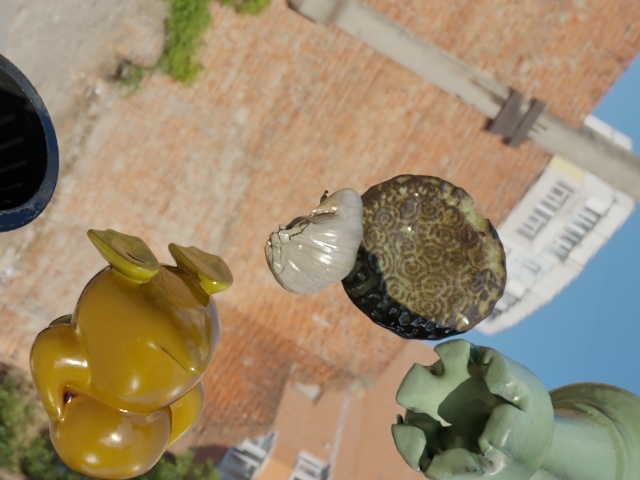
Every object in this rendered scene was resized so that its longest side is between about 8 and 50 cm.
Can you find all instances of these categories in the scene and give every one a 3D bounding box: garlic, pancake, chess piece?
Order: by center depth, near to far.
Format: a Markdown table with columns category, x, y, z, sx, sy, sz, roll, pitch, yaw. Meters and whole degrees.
| category | x | y | z | sx | sy | sz | roll | pitch | yaw |
| --- | --- | --- | --- | --- | --- | --- | --- | --- | --- |
| chess piece | 0.191 | 0.191 | 0.970 | 0.194 | 0.299 | 0.194 | -20 | -125 | 32 |
| garlic | 0.001 | 0.001 | 1.008 | 0.094 | 0.074 | 0.113 | 6 | 108 | -65 |
| pancake | 0.111 | 0.017 | 1.177 | 0.199 | 0.199 | 0.021 | -63 | -174 | -21 |

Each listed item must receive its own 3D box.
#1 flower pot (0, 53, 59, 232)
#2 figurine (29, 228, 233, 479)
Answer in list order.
| category | x | y | z | sx | sy | sz | roll | pitch | yaw |
| --- | --- | --- | --- | --- | --- | --- | --- | --- | --- |
| flower pot | -0.612 | -0.113 | 1.641 | 0.330 | 0.293 | 0.293 | -19 | -148 | 34 |
| figurine | -0.191 | 0.118 | 1.089 | 0.228 | 0.215 | 0.215 | -45 | -166 | 32 |
